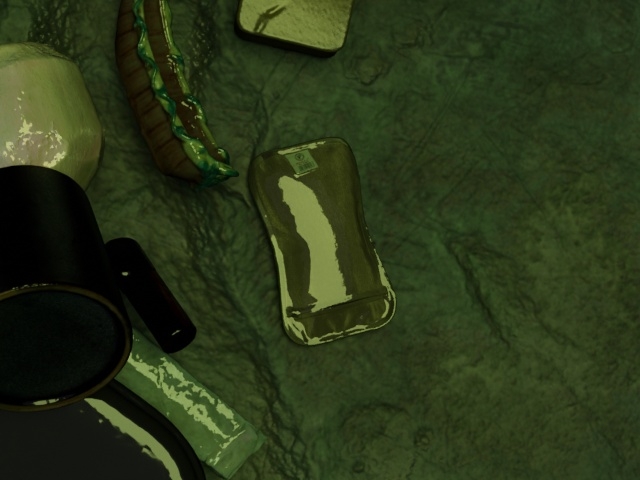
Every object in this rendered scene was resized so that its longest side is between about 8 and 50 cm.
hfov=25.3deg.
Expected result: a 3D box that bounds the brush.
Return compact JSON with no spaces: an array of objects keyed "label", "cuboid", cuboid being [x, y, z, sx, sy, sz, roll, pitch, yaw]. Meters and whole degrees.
[{"label":"brush","cuboid":[-0.019,-0.302,1.562,0.123,0.059,0.197,13,79,-9]}]

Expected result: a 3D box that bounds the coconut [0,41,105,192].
[{"label":"coconut","cuboid":[-0.299,-0.097,1.414,0.170,0.171,0.183,-13,83,-15]}]

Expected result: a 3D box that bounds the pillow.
[{"label":"pillow","cuboid":[0.000,0.000,1.538,0.130,0.033,0.218,-15,87,-12]}]

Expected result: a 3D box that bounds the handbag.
[{"label":"handbag","cuboid":[-0.259,0.248,1.391,0.308,0.093,0.254,36,89,-1]}]

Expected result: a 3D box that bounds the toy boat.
[{"label":"toy boat","cuboid":[-0.162,-0.190,1.491,0.099,0.108,0.293,-18,80,16]}]

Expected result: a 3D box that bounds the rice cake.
[{"label":"rice cake","cuboid":[-0.153,0.162,1.463,0.206,0.063,0.069,39,83,-5]}]

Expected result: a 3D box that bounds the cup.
[{"label":"cup","cuboid":[-0.250,0.057,1.342,0.166,0.177,0.239,-35,135,13]}]
